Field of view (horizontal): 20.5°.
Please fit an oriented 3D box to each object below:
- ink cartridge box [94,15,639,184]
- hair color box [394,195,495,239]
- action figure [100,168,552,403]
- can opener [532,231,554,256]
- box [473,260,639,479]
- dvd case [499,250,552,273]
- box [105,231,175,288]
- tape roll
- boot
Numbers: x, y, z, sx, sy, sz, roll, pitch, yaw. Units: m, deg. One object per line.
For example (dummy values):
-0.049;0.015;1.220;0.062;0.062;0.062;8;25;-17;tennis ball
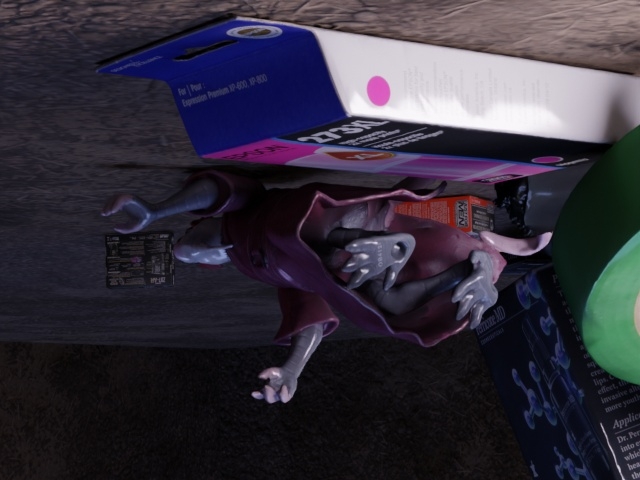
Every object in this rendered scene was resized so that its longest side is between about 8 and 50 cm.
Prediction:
0.043;-0.093;1.253;0.371;0.069;0.175;6;170;-37;ink cartridge box
0.115;-0.020;1.961;0.141;0.043;0.072;-4;173;26;hair color box
-0.016;-0.014;1.679;0.276;0.248;0.370;-44;-152;-22;action figure
0.282;-0.011;2.104;0.059;0.073;0.186;-42;171;5;can opener
0.385;0.212;2.236;0.212;0.395;0.293;-18;170;-15;box
0.371;0.026;2.492;0.238;0.030;0.179;-1;173;-13;dvd case
-0.220;0.024;2.158;0.083;0.067;0.018;-4;174;8;box
0.338;-0.006;1.340;0.321;0.077;0.321;-11;145;-8;tape roll
0.261;-0.055;1.472;0.207;0.094;0.246;-5;180;-8;boot
